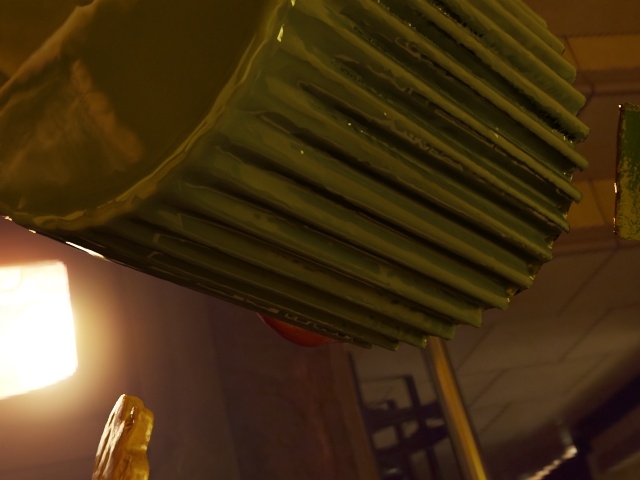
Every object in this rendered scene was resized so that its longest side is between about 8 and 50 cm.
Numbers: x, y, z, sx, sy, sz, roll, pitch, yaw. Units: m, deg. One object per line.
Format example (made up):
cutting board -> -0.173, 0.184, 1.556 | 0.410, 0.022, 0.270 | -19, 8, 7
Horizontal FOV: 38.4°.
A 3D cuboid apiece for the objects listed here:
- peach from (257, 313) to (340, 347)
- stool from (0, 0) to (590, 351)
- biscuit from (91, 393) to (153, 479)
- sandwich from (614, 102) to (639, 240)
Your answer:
peach -> 0.000, 0.000, 1.024 | 0.199, 0.243, 0.243 | -21, 154, -12
stool -> -0.025, -0.092, 0.583 | 0.297, 0.297, 0.330 | -29, 154, 26
biscuit -> -0.356, 0.399, 1.593 | 0.052, 0.355, 0.275 | 18, 103, -19
sandwich -> 0.284, -0.062, 0.749 | 0.074, 0.116, 0.074 | 8, -157, 34
